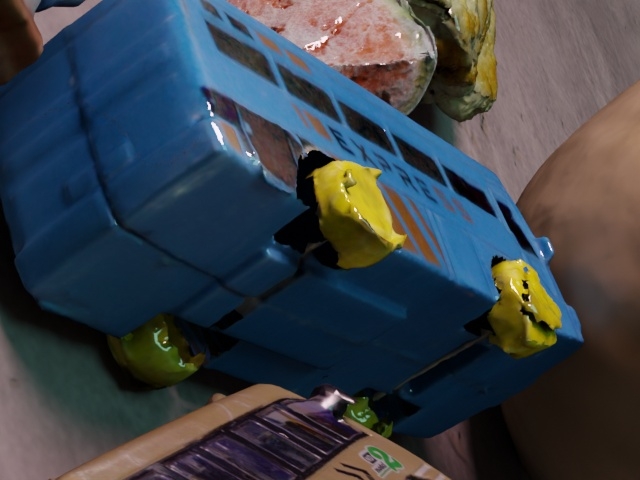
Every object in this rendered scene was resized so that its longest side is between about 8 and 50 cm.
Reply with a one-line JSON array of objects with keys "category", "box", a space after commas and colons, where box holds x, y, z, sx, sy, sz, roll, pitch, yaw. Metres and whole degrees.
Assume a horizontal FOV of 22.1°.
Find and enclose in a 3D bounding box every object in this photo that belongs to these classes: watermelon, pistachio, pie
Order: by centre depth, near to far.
[{"category": "watermelon", "box": [-0.020, -0.128, 1.074, 0.139, 0.071, 0.187, -33, 59, -30]}, {"category": "pistachio", "box": [0.276, 0.053, 1.090, 0.281, 0.445, 0.365, 2, 77, -26]}, {"category": "pie", "box": [0.058, -0.216, 1.250, 0.274, 0.105, 0.257, -2, 69, -62]}]

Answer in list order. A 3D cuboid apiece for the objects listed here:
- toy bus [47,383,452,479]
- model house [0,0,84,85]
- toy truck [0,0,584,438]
[{"category": "toy bus", "box": [-0.034, 0.149, 0.670, 0.157, 0.139, 0.289, 33, 11, 11]}, {"category": "model house", "box": [-0.219, -0.163, 0.623, 0.295, 0.251, 0.329, 67, 38, -56]}, {"category": "toy truck", "box": [0.000, 0.000, 0.908, 0.385, 0.161, 0.162, 26, 37, -50]}]
